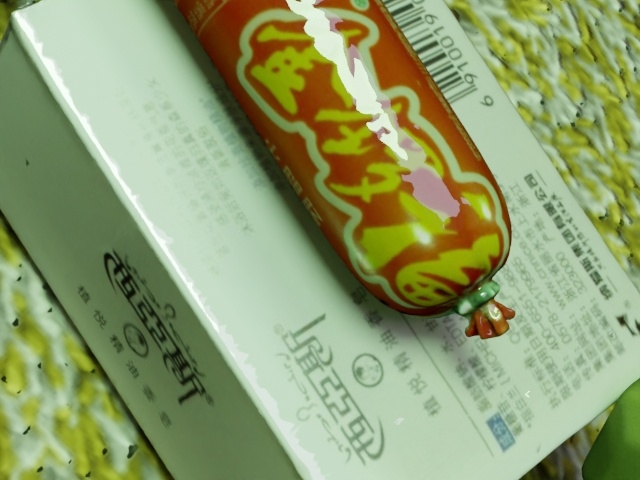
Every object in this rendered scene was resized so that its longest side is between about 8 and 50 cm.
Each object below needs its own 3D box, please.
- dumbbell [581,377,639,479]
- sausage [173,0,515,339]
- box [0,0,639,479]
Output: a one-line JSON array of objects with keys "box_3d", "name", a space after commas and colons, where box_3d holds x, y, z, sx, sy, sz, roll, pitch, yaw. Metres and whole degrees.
[{"box_3d": [0.095, 0.153, 0.517, 0.302, 0.121, 0.108, -31, 59, -34], "name": "dumbbell"}, {"box_3d": [-0.001, -0.073, 0.528, 0.083, 0.083, 0.264, -31, 86, -32], "name": "sausage"}, {"box_3d": [-0.001, 0.001, 0.611, 0.203, 0.116, 0.274, -32, 86, -34], "name": "box"}]
